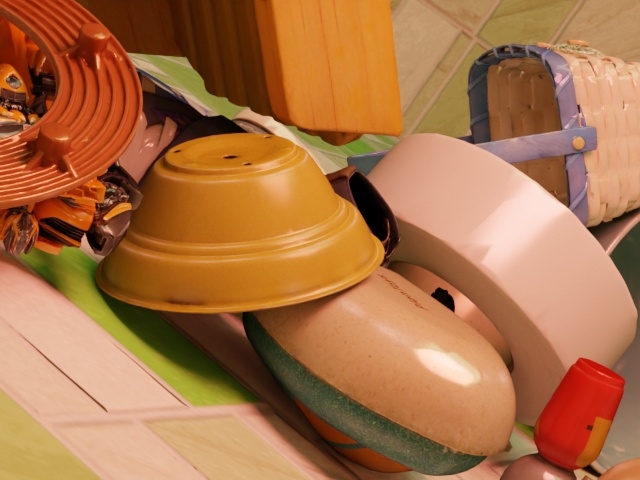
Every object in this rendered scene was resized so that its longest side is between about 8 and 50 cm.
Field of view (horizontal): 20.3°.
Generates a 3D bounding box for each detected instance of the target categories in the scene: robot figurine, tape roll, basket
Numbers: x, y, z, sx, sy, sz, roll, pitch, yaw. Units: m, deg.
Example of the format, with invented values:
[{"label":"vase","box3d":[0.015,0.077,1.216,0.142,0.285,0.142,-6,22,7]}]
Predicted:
[{"label":"robot figurine","box3d":[-0.235,-0.099,1.270,0.211,0.085,0.291,9,35,-29]},{"label":"tape roll","box3d":[0.142,0.038,1.620,0.286,0.100,0.286,36,-20,16]},{"label":"basket","box3d":[0.195,-0.097,1.807,0.289,0.201,0.255,-14,8,-21]}]

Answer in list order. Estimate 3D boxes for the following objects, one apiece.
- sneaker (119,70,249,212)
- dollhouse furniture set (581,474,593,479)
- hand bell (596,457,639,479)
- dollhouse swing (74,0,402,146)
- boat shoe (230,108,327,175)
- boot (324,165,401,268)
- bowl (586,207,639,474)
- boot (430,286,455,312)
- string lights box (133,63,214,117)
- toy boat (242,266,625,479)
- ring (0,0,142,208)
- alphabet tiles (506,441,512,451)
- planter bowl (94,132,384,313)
[{"label":"sneaker","box3d":[-0.160,-0.081,1.489,0.236,0.130,0.323,36,3,31]},{"label":"dollhouse furniture set","box3d":[0.286,0.211,1.537,0.144,0.151,0.123,36,9,-6]},{"label":"hand bell","box3d":[0.237,0.264,1.344,0.126,0.126,0.242,36,22,6]},{"label":"dollhouse swing","box3d":[-0.165,-0.204,1.499,0.305,0.315,0.347,-25,31,-30]},{"label":"boat shoe","box3d":[0.000,0.000,1.861,0.319,0.116,0.099,43,53,6]},{"label":"boot","box3d":[0.029,0.035,1.480,0.219,0.106,0.082,55,35,-21]},{"label":"bowl","box3d":[0.304,0.088,1.912,0.163,0.311,0.311,18,-5,45]},{"label":"boot","box3d":[0.118,0.109,1.561,0.099,0.121,0.045,25,22,-2]},{"label":"string lights box","box3d":[-0.217,-0.142,1.764,0.260,0.076,0.133,31,9,-26]},{"label":"toy boat","box3d":[0.090,0.129,1.368,0.318,0.148,0.267,21,10,-28]},{"label":"ring","box3d":[-0.279,-0.130,1.176,0.337,0.032,0.336,14,34,-10]},{"label":"alphabet tiles","box3d":[0.090,0.123,1.727,0.198,0.009,0.237,33,9,-13]},{"label":"planter bowl","box3d":[-0.064,-0.025,1.327,0.217,0.090,0.217,-4,18,1]}]
